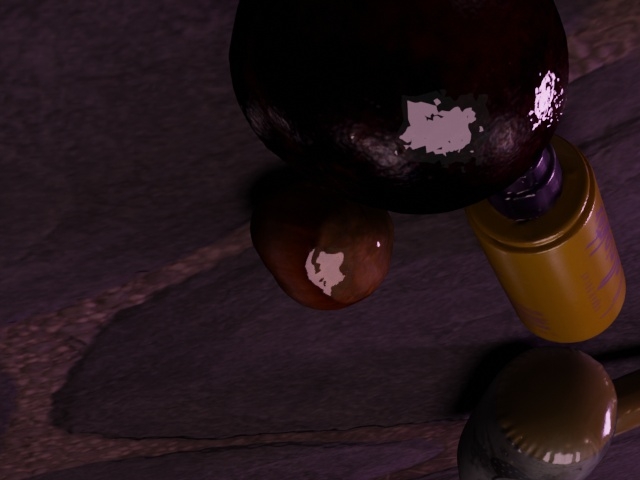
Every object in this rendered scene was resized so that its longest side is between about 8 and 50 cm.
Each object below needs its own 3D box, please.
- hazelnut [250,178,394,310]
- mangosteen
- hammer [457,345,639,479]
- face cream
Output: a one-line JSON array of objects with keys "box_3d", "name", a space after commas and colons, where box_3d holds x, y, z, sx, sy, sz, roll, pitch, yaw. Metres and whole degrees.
[{"box_3d": [0.000, 0.000, 0.896, 0.086, 0.086, 0.086, -12, 156, -5], "name": "hazelnut"}, {"box_3d": [0.038, -0.086, 0.665, 0.152, 0.152, 0.152, -12, 156, -5], "name": "mangosteen"}, {"box_3d": [0.270, 0.135, 1.325, 0.305, 0.113, 0.202, -17, 160, -15], "name": "hammer"}, {"box_3d": [0.132, -0.012, 0.931, 0.078, 0.078, 0.273, -19, 155, 9], "name": "face cream"}]
